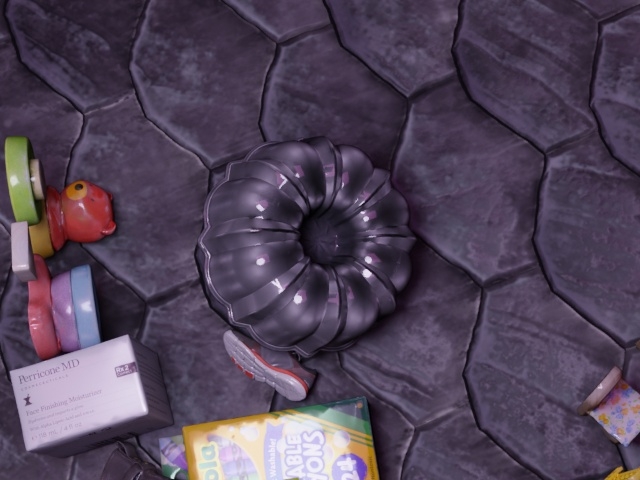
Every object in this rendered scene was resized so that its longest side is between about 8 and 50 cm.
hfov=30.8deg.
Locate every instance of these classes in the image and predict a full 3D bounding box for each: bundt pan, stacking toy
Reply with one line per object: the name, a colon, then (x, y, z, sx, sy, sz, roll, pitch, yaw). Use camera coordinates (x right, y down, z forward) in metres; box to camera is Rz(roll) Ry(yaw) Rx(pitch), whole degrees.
bundt pan: (0.000, 0.000, 1.666, 0.331, 0.124, 0.330, 4, 80, -25)
stacking toy: (-0.364, -0.001, 1.682, 0.130, 0.279, 0.309, -8, 58, -8)

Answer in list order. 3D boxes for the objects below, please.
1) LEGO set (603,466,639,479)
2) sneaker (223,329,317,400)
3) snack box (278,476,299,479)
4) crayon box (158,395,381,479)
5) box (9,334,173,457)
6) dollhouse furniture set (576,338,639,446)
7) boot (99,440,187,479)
LEGO set: (0.406, 0.386, 1.580, 0.287, 0.132, 0.107, -40, 84, 29)
sneaker: (-0.074, 0.178, 1.745, 0.158, 0.061, 0.065, 35, 54, 12)
snack box: (-0.085, 0.382, 1.569, 0.141, 0.037, 0.100, -3, 72, -32)
crayon box: (-0.074, 0.354, 1.675, 0.323, 0.083, 0.203, -10, 75, 3)
box: (-0.326, 0.229, 1.680, 0.181, 0.182, 0.119, -18, 75, 1)
dollhouse furniture set: (0.618, 0.199, 1.561, 0.362, 0.256, 0.394, 42, 82, 14)
boot: (-0.248, 0.430, 1.639, 0.229, 0.091, 0.263, 5, 77, 43)
